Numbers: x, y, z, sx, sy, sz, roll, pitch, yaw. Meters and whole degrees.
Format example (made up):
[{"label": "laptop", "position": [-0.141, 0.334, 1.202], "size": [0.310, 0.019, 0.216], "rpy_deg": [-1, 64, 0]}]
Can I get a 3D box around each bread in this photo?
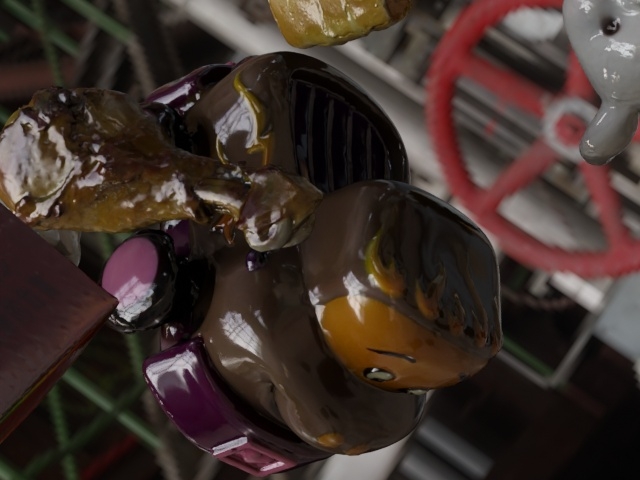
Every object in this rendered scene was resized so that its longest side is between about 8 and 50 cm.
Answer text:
[{"label": "bread", "position": [0.012, -0.193, 1.561], "size": [0.053, 0.074, 0.132], "rpy_deg": [-27, 15, -38]}]

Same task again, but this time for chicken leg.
[{"label": "chicken leg", "position": [-0.114, -0.041, 1.345], "size": [0.087, 0.252, 0.107], "rpy_deg": [5, -81, -66]}]

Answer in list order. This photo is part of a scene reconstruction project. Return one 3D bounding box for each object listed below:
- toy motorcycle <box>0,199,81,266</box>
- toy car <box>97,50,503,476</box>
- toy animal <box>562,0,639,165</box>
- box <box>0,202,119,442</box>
[{"label": "toy motorcycle", "position": [-0.266, 0.004, 1.791], "size": [0.340, 0.108, 0.222], "rpy_deg": [-98, 14, -78]}, {"label": "toy car", "position": [0.000, 0.000, 1.485], "size": [0.240, 0.340, 0.271], "rpy_deg": [-23, -34, 30]}, {"label": "toy animal", "position": [0.264, -0.172, 1.613], "size": [0.178, 0.127, 0.193], "rpy_deg": [75, -169, -48]}, {"label": "box", "position": [-0.263, -0.014, 0.929], "size": [0.089, 0.313, 0.197], "rpy_deg": [-49, 1, 20]}]
